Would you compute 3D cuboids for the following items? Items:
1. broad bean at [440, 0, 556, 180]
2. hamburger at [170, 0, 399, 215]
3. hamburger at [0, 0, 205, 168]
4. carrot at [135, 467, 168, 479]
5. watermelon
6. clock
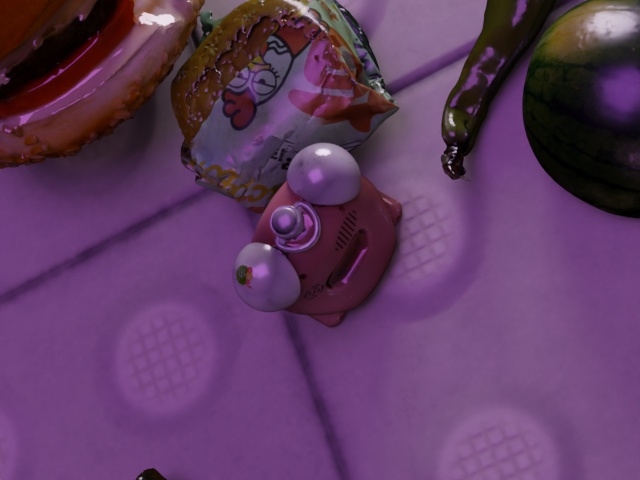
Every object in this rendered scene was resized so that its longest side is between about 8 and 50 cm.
[{"bbox_3d":[0.182,-0.199,1.731,0.098,0.056,0.318,8,77,63],"label":"broad bean"},{"bbox_3d":[-0.057,-0.153,1.799,0.214,0.125,0.235,-32,68,11],"label":"hamburger"},{"bbox_3d":[-0.287,-0.243,1.831,0.330,0.250,0.330,-25,43,26],"label":"hamburger"},{"bbox_3d":[-0.128,0.295,1.746,0.173,0.082,0.082,41,96,25],"label":"carrot"},{"bbox_3d":[0.280,-0.127,1.640,0.232,0.127,0.204,28,91,24],"label":"watermelon"},{"bbox_3d":[0.000,0.000,1.717,0.092,0.162,0.166,31,91,25],"label":"clock"}]
